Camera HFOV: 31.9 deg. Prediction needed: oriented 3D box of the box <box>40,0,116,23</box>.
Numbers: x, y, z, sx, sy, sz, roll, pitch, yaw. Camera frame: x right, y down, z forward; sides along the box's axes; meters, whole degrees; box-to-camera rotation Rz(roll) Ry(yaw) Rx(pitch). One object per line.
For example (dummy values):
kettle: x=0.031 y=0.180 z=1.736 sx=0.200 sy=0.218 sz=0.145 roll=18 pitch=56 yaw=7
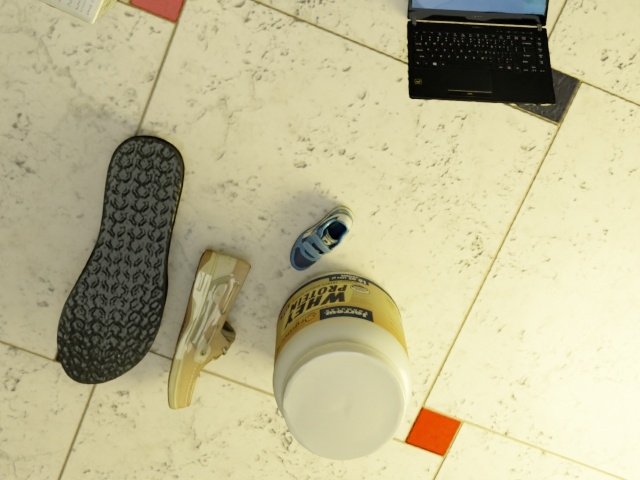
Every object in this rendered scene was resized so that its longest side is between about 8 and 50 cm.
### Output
box: x=-0.355 y=-0.447 z=1.715 sx=0.119 sy=0.181 sz=0.182 roll=24 pitch=108 yaw=-8

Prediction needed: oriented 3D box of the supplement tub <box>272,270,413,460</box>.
supplement tub: x=0.036 y=0.205 z=1.878 sx=0.228 sy=0.316 sz=0.228 roll=0 pitch=109 yaw=-1

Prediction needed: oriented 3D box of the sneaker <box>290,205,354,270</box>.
sneaker: x=0.000 y=0.000 z=1.942 sx=0.053 sy=0.059 sz=0.144 roll=40 pitch=106 yaw=-15

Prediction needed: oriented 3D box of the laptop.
laptop: x=0.259 y=-0.358 z=1.774 sx=0.234 sy=0.264 sz=0.136 roll=3 pitch=146 yaw=-1

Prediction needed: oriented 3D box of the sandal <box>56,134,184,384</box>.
sandal: x=-0.331 y=0.038 z=1.943 sx=0.168 sy=0.107 sz=0.445 roll=18 pitch=96 yaw=-5

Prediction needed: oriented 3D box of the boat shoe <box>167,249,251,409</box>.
boat shoe: x=-0.199 y=0.168 z=1.978 sx=0.098 sy=0.109 sz=0.302 roll=16 pitch=103 yaw=-5
